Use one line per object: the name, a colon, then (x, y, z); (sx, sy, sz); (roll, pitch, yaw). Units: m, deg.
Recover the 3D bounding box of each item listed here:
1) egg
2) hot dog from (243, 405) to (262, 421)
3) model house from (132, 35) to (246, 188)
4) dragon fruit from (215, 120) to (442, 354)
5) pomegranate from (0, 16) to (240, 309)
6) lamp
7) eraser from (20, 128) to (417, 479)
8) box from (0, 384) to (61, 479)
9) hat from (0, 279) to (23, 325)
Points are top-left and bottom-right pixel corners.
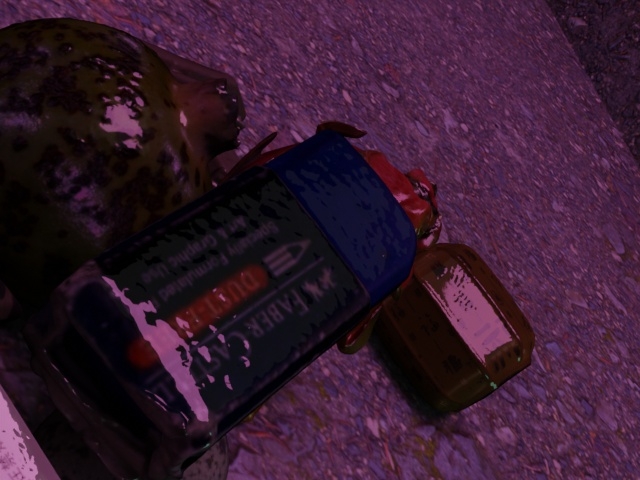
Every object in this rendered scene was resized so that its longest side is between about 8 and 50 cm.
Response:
egg: (-0.148, 0.169, 0.920); (0.172, 0.132, 0.132); (-4, 57, -45)
hot dog: (-0.063, 0.139, 1.214); (0.044, 0.028, 0.137); (26, 27, -4)
model house: (-0.148, -0.091, 1.278); (0.229, 0.122, 0.188); (20, 41, -51)
dragon fruit: (-0.005, 0.001, 1.173); (0.224, 0.227, 0.224); (36, 27, -21)
pomegranate: (-0.192, -0.066, 1.021); (0.254, 0.270, 0.254); (-14, 90, -87)
lamp: (0.159, 0.104, 1.478); (0.185, 0.161, 0.161); (57, 26, 12)
eraser: (-0.057, 0.041, 0.918); (0.155, 0.101, 0.332); (51, 43, 4)
box: (-0.271, 0.172, 0.722); (0.245, 0.035, 0.139); (-31, 90, -46)
hat: (-0.411, -0.012, 0.761); (0.381, 0.257, 0.366); (-22, 49, -25)
